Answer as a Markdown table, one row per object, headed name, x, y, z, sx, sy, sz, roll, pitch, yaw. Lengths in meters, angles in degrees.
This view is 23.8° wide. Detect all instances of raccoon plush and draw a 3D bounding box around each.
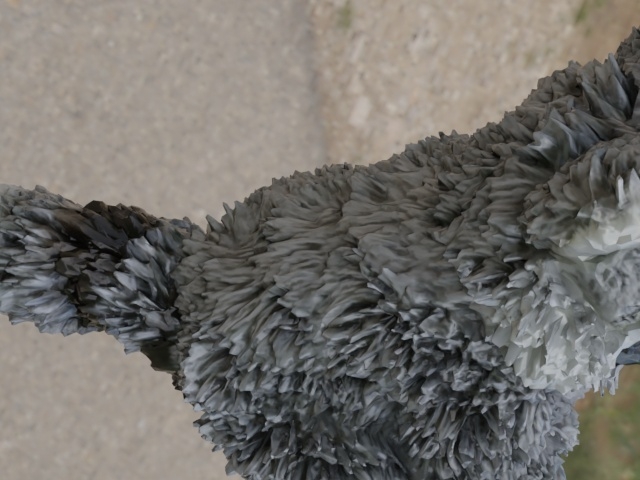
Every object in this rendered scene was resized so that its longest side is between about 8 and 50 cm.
| name | x | y | z | sx | sy | sz | roll | pitch | yaw |
| --- | --- | --- | --- | --- | --- | --- | --- | --- | --- |
| raccoon plush | 0.000 | 0.000 | 0.750 | 0.299 | 0.446 | 0.216 | 102 | -3 | -49 |
